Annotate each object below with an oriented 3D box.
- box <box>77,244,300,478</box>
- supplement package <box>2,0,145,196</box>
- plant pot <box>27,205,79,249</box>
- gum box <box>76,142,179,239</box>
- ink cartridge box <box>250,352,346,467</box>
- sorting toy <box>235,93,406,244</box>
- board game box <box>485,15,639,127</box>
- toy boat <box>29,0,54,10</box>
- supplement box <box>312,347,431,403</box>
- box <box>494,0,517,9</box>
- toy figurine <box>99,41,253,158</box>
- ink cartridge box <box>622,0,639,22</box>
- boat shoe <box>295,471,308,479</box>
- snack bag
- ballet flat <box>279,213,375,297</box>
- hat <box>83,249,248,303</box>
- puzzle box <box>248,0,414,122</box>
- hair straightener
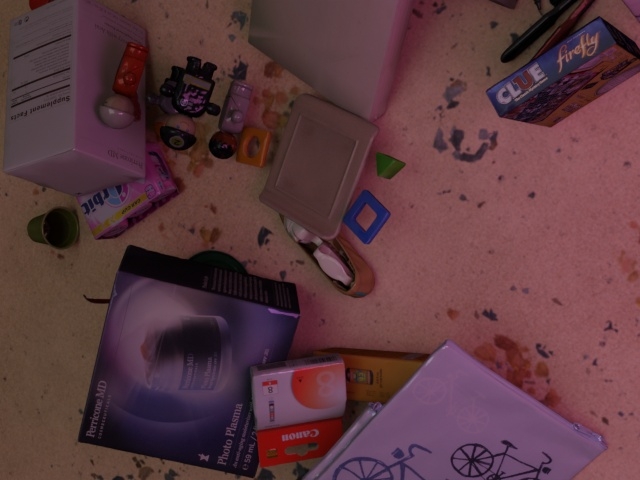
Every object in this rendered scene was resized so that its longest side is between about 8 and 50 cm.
[{"bbox_3d":[-0.213,0.196,1.514,0.294,0.183,0.296,14,102,-7],"label":"box"},{"bbox_3d":[-0.426,-0.249,1.629,0.175,0.177,0.293,-12,72,29],"label":"supplement package"},{"bbox_3d":[-0.527,-0.023,1.801,0.079,0.083,0.083,-2,93,40],"label":"plant pot"},{"bbox_3d":[-0.354,-0.093,1.706,0.188,0.062,0.107,-32,78,26],"label":"gum box"},{"bbox_3d":[-0.032,0.272,1.446,0.145,0.045,0.179,-7,105,-11],"label":"ink cartridge box"},{"bbox_3d":[0.000,-0.120,1.497,0.347,0.047,0.196,31,103,37],"label":"sorting toy"},{"bbox_3d":[0.333,-0.216,1.230,0.165,0.243,0.042,-33,78,26],"label":"board game box"},{"bbox_3d":[-0.403,-0.524,1.673,0.267,0.148,0.318,38,102,15],"label":"toy boat"},{"bbox_3d":[0.104,0.217,1.478,0.233,0.080,0.078,2,94,26],"label":"supplement box"},{"bbox_3d":[0.252,-0.465,1.310,0.127,0.148,0.232,30,108,23],"label":"box"},{"bbox_3d":[-0.236,-0.223,1.551,0.213,0.209,0.148,18,90,25],"label":"toy figurine"},{"bbox_3d":[0.455,-0.388,1.160,0.168,0.232,0.171,-13,87,26],"label":"ink cartridge box"},{"bbox_3d":[0.086,0.409,1.491,0.340,0.127,0.158,-37,91,27],"label":"boat shoe"},{"bbox_3d":[0.195,0.328,1.374,0.323,0.037,0.342,33,111,-13],"label":"snack bag"},{"bbox_3d":[0.000,0.000,1.519,0.232,0.073,0.080,46,112,18],"label":"ballet flat"},{"bbox_3d":[-0.244,0.115,1.594,0.208,0.183,0.173,-31,79,26],"label":"hat"},{"bbox_3d":[0.021,-0.396,1.372,0.272,0.052,0.409,39,144,21],"label":"puzzle box"},{"bbox_3d":[0.338,-0.343,1.330,0.089,0.047,0.230,46,112,17],"label":"hair straightener"}]
